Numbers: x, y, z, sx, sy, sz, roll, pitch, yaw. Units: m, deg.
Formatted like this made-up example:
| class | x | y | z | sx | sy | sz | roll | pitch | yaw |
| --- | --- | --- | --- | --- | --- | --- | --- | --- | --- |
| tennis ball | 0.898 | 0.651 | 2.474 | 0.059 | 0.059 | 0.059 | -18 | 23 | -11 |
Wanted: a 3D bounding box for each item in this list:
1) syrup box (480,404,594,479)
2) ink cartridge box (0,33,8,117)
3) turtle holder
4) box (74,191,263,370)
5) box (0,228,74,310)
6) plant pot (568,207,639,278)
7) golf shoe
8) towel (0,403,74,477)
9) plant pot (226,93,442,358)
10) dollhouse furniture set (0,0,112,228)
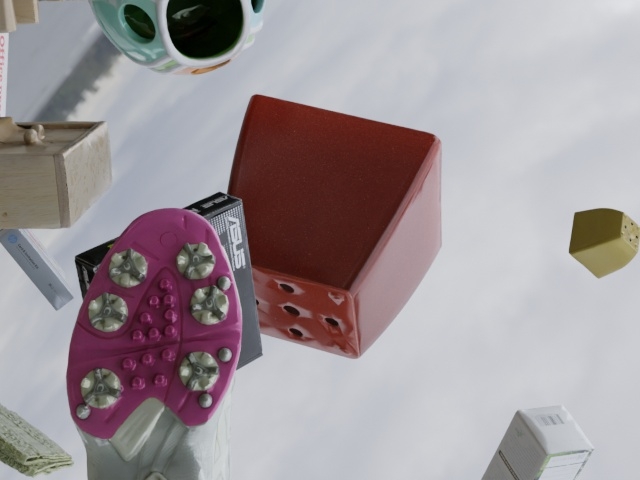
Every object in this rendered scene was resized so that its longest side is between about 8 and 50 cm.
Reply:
| class | x | y | z | sx | sy | sz | roll | pitch | yaw |
| --- | --- | --- | --- | --- | --- | --- | --- | --- | --- |
| syrup box | 0.314 | 0.370 | 1.763 | 0.096 | 0.093 | 0.237 | 59 | -40 | 43 |
| ink cartridge box | -0.514 | -0.213 | 1.536 | 0.237 | 0.100 | 0.172 | -41 | 137 | -75 |
| turtle holder | -0.171 | -0.360 | 1.463 | 0.227 | 0.243 | 0.320 | 59 | -43 | 48 |
| box | -0.148 | 0.070 | 1.170 | 0.184 | 0.190 | 0.045 | -25 | -148 | -35 |
| box | -0.453 | 0.026 | 1.820 | 0.038 | 0.145 | 0.186 | -38 | -162 | -8 |
| plant pot | 0.441 | -0.003 | 1.763 | 0.083 | 0.081 | 0.081 | -22 | -139 | 44 |
| golf shoe | -0.112 | 0.134 | 0.793 | 0.140 | 0.115 | 0.306 | 110 | -17 | -79 |
| towel | -0.345 | 0.211 | 1.254 | 0.027 | 0.148 | 0.110 | -58 | 164 | 0 |
| plant pot | 0.000 | 0.000 | 1.544 | 0.267 | 0.267 | 0.236 | 81 | 28 | -55 |
| dollhouse furniture set | -0.349 | -0.220 | 1.055 | 0.362 | 0.256 | 0.394 | -77 | 165 | -72 |
